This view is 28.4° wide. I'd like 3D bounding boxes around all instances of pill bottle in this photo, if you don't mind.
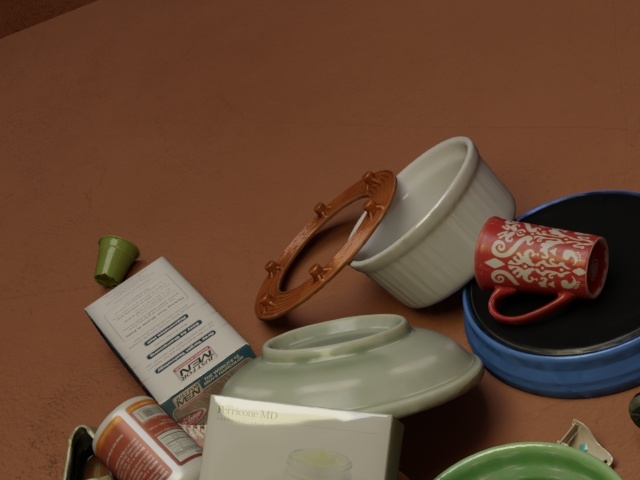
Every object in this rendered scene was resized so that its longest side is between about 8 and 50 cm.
[{"bbox_3d":[-0.226,0.339,1.862,0.121,0.121,0.216,-40,62,-18],"label":"pill bottle"}]

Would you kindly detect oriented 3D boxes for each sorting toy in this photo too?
[{"bbox_3d":[0.346,0.293,1.686,0.075,0.045,0.083,25,59,39],"label":"sorting toy"}]

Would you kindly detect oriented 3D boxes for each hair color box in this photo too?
[{"bbox_3d":[-0.247,0.176,2.132,0.174,0.105,0.347,-35,36,-12],"label":"hair color box"}]

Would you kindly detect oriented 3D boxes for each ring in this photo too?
[{"bbox_3d":[0.000,0.000,2.137,0.336,0.032,0.336,-42,16,15],"label":"ring"}]

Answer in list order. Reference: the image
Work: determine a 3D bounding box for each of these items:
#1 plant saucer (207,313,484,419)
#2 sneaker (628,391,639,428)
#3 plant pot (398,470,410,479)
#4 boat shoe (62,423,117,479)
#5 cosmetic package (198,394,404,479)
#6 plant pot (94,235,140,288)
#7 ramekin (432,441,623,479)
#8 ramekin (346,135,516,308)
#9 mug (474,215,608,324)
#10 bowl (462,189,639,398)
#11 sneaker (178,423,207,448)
[{"bbox_3d":[0.028,0.177,1.805,0.400,0.100,0.400,-11,5,1],"label":"plant saucer"},{"bbox_3d":[0.520,0.192,1.671,0.227,0.087,0.130,-11,36,14],"label":"sneaker"},{"bbox_3d":[0.002,0.387,1.660,0.205,0.205,0.188,1,59,32],"label":"plant pot"},{"bbox_3d":[-0.346,0.405,1.907,0.113,0.103,0.302,-25,36,2],"label":"boat shoe"},{"bbox_3d":[-0.027,0.312,1.523,0.224,0.138,0.224,5,76,11],"label":"cosmetic package"},{"bbox_3d":[-0.397,0.046,2.417,0.083,0.083,0.079,-3,53,28],"label":"plant pot"},{"bbox_3d":[0.247,0.404,1.512,0.303,0.148,0.303,-17,37,13],"label":"ramekin"},{"bbox_3d":[0.181,-0.022,2.021,0.277,0.135,0.277,-43,15,14],"label":"ramekin"},{"bbox_3d":[0.323,0.047,1.846,0.169,0.150,0.113,7,11,32],"label":"mug"},{"bbox_3d":[0.400,0.067,1.904,0.391,0.077,0.391,-16,37,13],"label":"bowl"},{"bbox_3d":[-0.196,0.306,1.969,0.134,0.070,0.051,-26,34,-2],"label":"sneaker"}]
